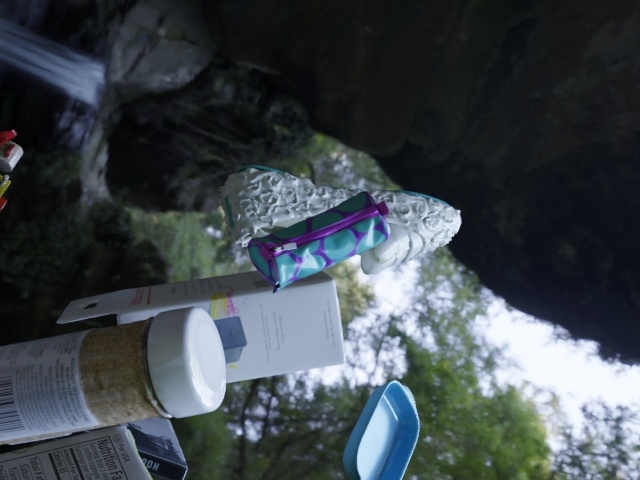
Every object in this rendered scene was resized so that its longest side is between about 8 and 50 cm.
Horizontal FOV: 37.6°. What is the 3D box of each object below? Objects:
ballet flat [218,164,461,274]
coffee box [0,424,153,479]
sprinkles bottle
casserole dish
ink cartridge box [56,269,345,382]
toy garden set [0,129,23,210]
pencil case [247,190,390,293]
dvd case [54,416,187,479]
[{"bbox_3d":[0.035,-0.010,1.471,0.147,0.409,0.147,-171,-90,-70],"label":"ballet flat"},{"bbox_3d":[-0.238,0.393,0.647,0.338,0.334,0.337,48,-40,45],"label":"coffee box"},{"bbox_3d":[-0.293,0.165,1.089,0.355,0.121,0.121,-11,-125,12],"label":"sprinkles bottle"},{"bbox_3d":[0.083,0.282,1.309,0.037,0.114,0.188,-9,-146,34],"label":"casserole dish"},{"bbox_3d":[-0.161,0.121,1.272,0.207,0.353,0.119,-150,-127,-80],"label":"ink cartridge box"},{"bbox_3d":[-0.462,-0.136,1.183,0.244,0.204,0.049,-32,-151,50],"label":"toy garden set"},{"bbox_3d":[0.000,0.000,1.034,0.064,0.151,0.070,61,-19,12],"label":"pencil case"},{"bbox_3d":[-0.281,0.258,1.291,0.029,0.179,0.238,-67,-166,-3],"label":"dvd case"}]
